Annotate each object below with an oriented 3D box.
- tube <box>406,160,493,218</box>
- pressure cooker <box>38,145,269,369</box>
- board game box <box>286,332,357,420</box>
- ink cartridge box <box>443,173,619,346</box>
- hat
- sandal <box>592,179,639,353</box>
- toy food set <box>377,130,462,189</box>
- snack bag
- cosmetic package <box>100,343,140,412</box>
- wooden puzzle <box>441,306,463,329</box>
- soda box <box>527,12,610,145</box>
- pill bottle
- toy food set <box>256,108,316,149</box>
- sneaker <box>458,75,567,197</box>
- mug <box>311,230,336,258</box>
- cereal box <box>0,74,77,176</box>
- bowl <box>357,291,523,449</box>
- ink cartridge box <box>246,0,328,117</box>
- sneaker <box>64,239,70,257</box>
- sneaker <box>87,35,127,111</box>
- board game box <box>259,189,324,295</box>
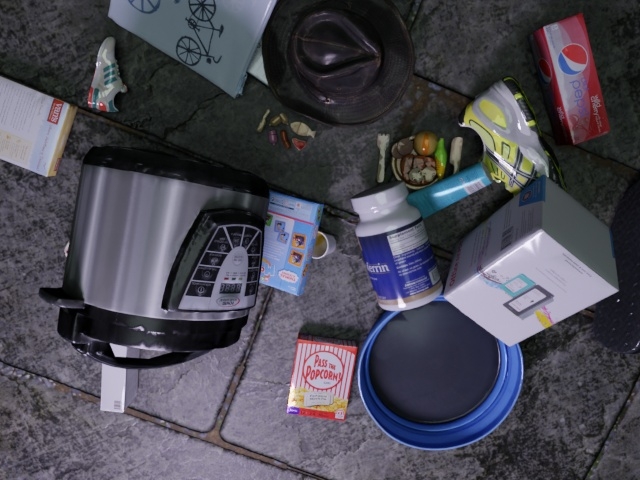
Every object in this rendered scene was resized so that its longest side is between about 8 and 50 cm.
[{"bbox_3d":[0.278,-0.107,1.138,0.207,0.052,0.080,-27,108,30],"label":"tube"},{"bbox_3d":[-0.303,0.048,1.014,0.369,0.375,0.421,11,92,-5],"label":"pressure cooker"},{"bbox_3d":[0.002,0.333,1.239,0.146,0.045,0.194,8,99,-3],"label":"board game box"},{"bbox_3d":[0.431,0.049,1.068,0.197,0.198,0.270,36,134,-7],"label":"ink cartridge box"},{"bbox_3d":[0.041,-0.390,1.033,0.331,0.134,0.332,0,99,-2],"label":"hat"},{"bbox_3d":[0.753,0.045,1.172,0.107,0.167,0.446,2,108,-27],"label":"sandal"},{"bbox_3d":[0.222,-0.181,1.149,0.192,0.038,0.133,3,97,6],"label":"toy food set"},{"bbox_3d":[-0.250,-0.504,1.020,0.342,0.037,0.323,32,130,-4],"label":"snack bag"},{"bbox_3d":[-0.468,0.268,1.193,0.060,0.099,0.239,6,99,0],"label":"cosmetic package"},{"bbox_3d":[0.321,0.192,1.243,0.049,0.006,0.083,11,99,-3],"label":"wooden puzzle"},{"bbox_3d":[0.547,-0.347,1.120,0.092,0.083,0.263,-19,99,2],"label":"soda box"},{"bbox_3d":[0.166,0.010,1.136,0.153,0.153,0.265,-18,99,2],"label":"pill bottle"},{"bbox_3d":[-0.079,-0.245,1.157,0.122,0.019,0.078,27,98,-13],"label":"toy food set"},{"bbox_3d":[0.445,-0.166,1.140,0.147,0.145,0.385,-24,101,30],"label":"sneaker"},{"bbox_3d":[0.003,0.001,1.173,0.062,0.064,0.078,-16,84,29],"label":"mug"},{"bbox_3d":[-0.684,-0.265,1.124,0.240,0.047,0.173,22,98,-5],"label":"cereal box"},{"bbox_3d":[0.281,0.309,1.222,0.391,0.077,0.391,0,101,0],"label":"bowl"},{"bbox_3d":[-0.040,-0.410,1.115,0.208,0.045,0.206,34,97,-6],"label":"ink cartridge box"},{"bbox_3d":[-0.565,0.047,1.167,0.051,0.070,0.134,17,100,-6],"label":"sneaker"},{"bbox_3d":[-0.458,-0.360,1.116,0.075,0.057,0.161,15,98,-21],"label":"sneaker"},{"bbox_3d":[-0.092,0.000,1.157,0.160,0.039,0.212,17,99,20],"label":"board game box"}]
